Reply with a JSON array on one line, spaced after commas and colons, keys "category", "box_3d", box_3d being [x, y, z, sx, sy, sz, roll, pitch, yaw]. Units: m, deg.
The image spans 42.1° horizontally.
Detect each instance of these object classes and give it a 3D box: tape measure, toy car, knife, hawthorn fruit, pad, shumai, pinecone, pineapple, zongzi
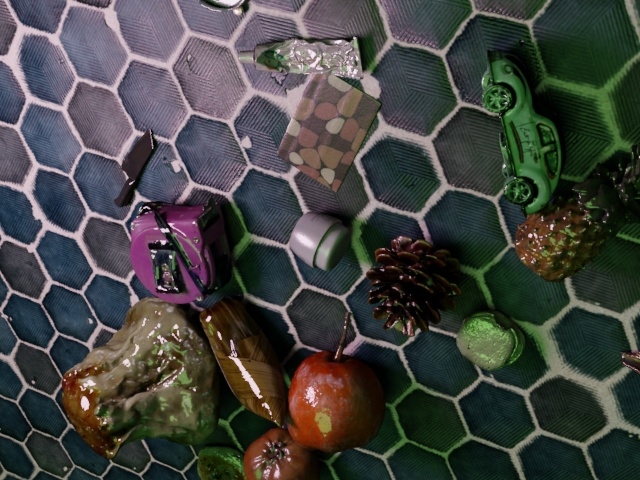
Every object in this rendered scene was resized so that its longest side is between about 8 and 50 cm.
[{"category": "tape measure", "box_3d": [-0.327, 0.023, 1.920, 0.231, 0.149, 0.245, -4, 115, 26]}, {"category": "toy car", "box_3d": [0.366, -0.197, 1.484, 0.125, 0.136, 0.306, -10, 112, 15]}, {"category": "knife", "box_3d": [-0.438, -0.172, 1.944, 0.060, 0.028, 0.230, 45, 126, 11]}, {"category": "hawthorn fruit", "box_3d": [0.021, 0.365, 1.897, 0.231, 0.235, 0.263, -26, 110, 26]}, {"category": "pad", "box_3d": [0.012, -0.227, 1.709, 0.158, 0.003, 0.235, 32, 126, 6]}, {"category": "shumai", "box_3d": [-0.453, 0.360, 2.031, 0.324, 0.323, 0.398, 0, 105, 46]}, {"category": "pinecone", "box_3d": [0.186, 0.100, 1.700, 0.207, 0.208, 0.208, 11, 122, 19]}, {"category": "hawthorn fruit", "box_3d": [-0.093, 0.606, 2.135, 0.199, 0.199, 0.251, 10, 135, 20]}, {"category": "pineapple", "box_3d": [0.504, -0.053, 1.507, 0.170, 0.141, 0.310, 32, 121, -24]}, {"category": "zongzi", "box_3d": [-0.169, 0.284, 1.924, 0.134, 0.288, 0.286, -29, 103, -6]}]

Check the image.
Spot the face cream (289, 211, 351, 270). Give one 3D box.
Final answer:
[{"category": "face cream", "box_3d": [0.000, 0.000, 1.775, 0.104, 0.117, 0.117, 29, 126, 17]}]

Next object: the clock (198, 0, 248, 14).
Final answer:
[{"category": "clock", "box_3d": [-0.191, -0.519, 1.602, 0.229, 0.063, 0.156, 28, 125, 10]}]

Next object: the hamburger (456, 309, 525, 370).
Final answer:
[{"category": "hamburger", "box_3d": [0.357, 0.213, 1.763, 0.140, 0.062, 0.133, 45, 125, -2]}]

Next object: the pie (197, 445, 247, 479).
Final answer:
[{"category": "pie", "box_3d": [-0.266, 0.645, 2.314, 0.186, 0.041, 0.187, 12, 123, 19]}]

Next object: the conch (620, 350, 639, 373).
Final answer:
[{"category": "conch", "box_3d": [0.710, 0.263, 1.620, 0.232, 0.080, 0.086, -2, 84, 47]}]

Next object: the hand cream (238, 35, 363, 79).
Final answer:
[{"category": "hand cream", "box_3d": [-0.040, -0.358, 1.630, 0.256, 0.050, 0.084, 3, 116, 18]}]
